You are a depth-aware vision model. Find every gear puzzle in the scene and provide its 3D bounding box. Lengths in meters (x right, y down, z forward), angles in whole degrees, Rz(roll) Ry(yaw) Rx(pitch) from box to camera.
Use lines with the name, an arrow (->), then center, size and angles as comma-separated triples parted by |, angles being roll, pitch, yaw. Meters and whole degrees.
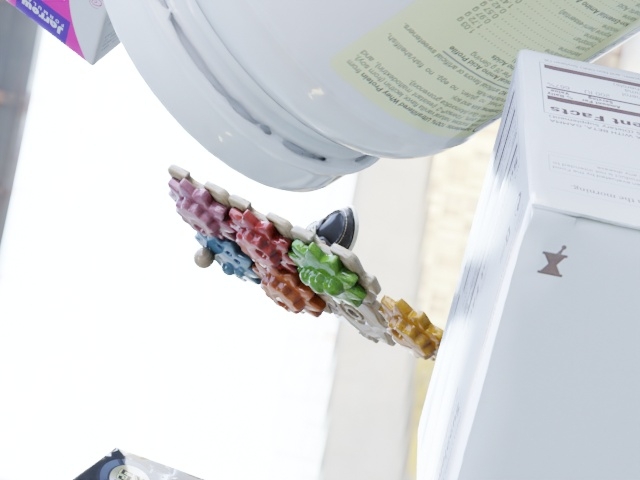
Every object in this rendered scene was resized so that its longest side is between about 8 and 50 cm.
gear puzzle -> -0.009, 0.047, 1.781 | 0.044, 0.339, 0.175 | -52, -34, -18

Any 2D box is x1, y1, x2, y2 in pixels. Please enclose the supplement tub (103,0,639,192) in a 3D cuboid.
supplement tub -> 0.069, -0.184, 0.914 | 0.325, 0.235, 0.235 | -31, 22, 31

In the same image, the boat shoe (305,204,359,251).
boat shoe -> 0.000, 0.000, 1.859 | 0.125, 0.038, 0.046 | 141, 127, -59

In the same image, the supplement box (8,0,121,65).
supplement box -> -0.164, -0.260, 1.447 | 0.114, 0.111, 0.220 | -46, -12, -35

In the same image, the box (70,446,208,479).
box -> -0.082, 0.230, 1.053 | 0.077, 0.147, 0.180 | -34, -42, -63

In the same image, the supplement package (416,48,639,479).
supplement package -> 0.185, 0.065, 0.763 | 0.145, 0.262, 0.204 | -81, 3, -62
